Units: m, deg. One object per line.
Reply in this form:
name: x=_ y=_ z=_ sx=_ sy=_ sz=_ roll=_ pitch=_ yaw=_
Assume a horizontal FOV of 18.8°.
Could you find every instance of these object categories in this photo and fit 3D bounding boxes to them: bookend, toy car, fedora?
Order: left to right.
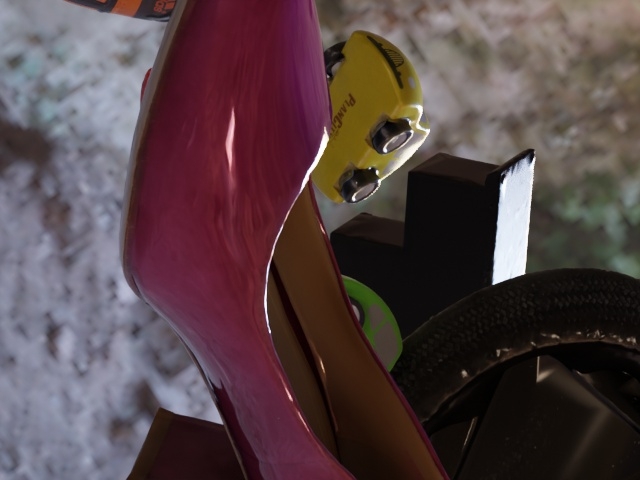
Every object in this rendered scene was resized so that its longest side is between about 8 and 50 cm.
toy car: x=0.000 y=0.000 z=1.069 sx=0.239 sy=0.053 sz=0.225 roll=-3 pitch=-78 yaw=53
bookend: x=0.080 y=-0.003 z=1.537 sx=0.072 sy=0.157 sz=0.156 roll=-33 pitch=130 yaw=-57
fedora: x=0.107 y=0.163 z=1.213 sx=0.334 sy=0.334 sz=0.152 roll=53 pitch=-7 yaw=-22

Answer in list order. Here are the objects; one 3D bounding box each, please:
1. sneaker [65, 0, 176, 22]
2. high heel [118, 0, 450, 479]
sneaker: x=-0.059 y=-0.272 z=1.084 sx=0.180 sy=0.321 sz=0.124 roll=24 pitch=9 yaw=-21
high heel: x=0.016 y=0.030 z=0.799 sx=0.377 sy=0.181 sz=0.127 roll=96 pitch=9 yaw=-45
